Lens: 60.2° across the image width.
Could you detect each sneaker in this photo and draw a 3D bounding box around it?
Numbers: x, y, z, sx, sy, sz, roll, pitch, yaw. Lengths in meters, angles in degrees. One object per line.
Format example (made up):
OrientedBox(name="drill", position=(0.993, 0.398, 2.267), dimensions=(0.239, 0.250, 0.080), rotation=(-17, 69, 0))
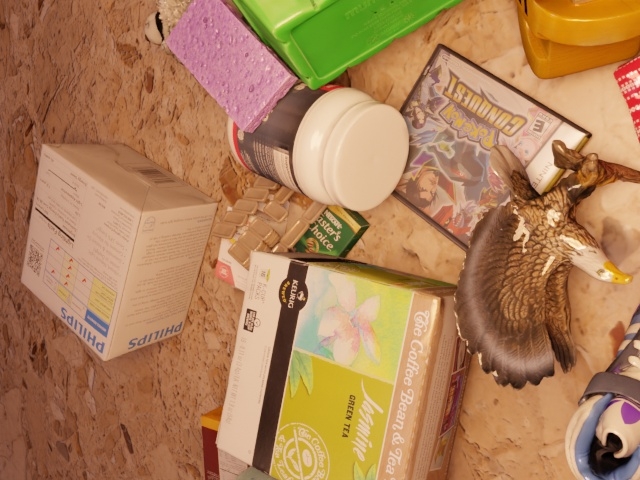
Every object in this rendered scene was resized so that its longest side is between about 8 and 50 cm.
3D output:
OrientedBox(name="sneaker", position=(0.418, 0.173, 0.678), dimensions=(0.130, 0.236, 0.322), rotation=(34, 115, 26))

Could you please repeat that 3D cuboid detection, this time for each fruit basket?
OrientedBox(name="fruit basket", position=(0.021, -0.458, 0.818), dimensions=(0.393, 0.283, 0.391), rotation=(-4, 76, 18))

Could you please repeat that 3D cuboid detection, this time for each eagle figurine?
OrientedBox(name="eagle figurine", position=(0.297, 0.027, 0.729), dimensions=(0.227, 0.225, 0.298), rotation=(20, 108, -4))

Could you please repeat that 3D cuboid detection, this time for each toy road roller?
OrientedBox(name="toy road roller", position=(0.318, -0.365, 0.702), dimensions=(0.203, 0.240, 0.329), rotation=(-12, 54, 8))

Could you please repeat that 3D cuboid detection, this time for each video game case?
OrientedBox(name="video game case", position=(0.232, -0.136, 0.884), dimensions=(0.275, 0.035, 0.248), rotation=(41, 117, 23))

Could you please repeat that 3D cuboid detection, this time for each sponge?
OrientedBox(name="sponge", position=(-0.144, -0.283, 0.864), dimensions=(0.117, 0.031, 0.210), rotation=(-46, 78, 23))

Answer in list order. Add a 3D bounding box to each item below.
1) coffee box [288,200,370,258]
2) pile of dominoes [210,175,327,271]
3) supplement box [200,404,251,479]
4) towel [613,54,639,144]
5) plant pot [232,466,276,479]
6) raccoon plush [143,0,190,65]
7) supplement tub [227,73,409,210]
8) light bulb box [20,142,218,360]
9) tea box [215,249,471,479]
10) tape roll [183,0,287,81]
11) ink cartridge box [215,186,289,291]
OrientedBox(name="coffee box", position=(0.000, 0.000, 1.058), dimensions=(0.113, 0.040, 0.184), rotation=(49, 119, 20))
OrientedBox(name="pile of dominoes", position=(-0.076, -0.056, 1.048), dimensions=(0.251, 0.040, 0.196), rotation=(-49, 48, -5))
OrientedBox(name="supplement box", position=(-0.120, 0.423, 1.108), dimensions=(0.129, 0.191, 0.194), rotation=(3, 98, 35))
OrientedBox(name="towel", position=(0.470, -0.118, 0.647), dimensions=(0.199, 0.031, 0.274), rotation=(-23, 82, 63))
OrientedBox(name="plant pot", position=(0.009, 0.514, 0.961), dimensions=(0.252, 0.248, 0.246), rotation=(4, 111, 40))
OrientedBox(name="raccoon plush", position=(-0.168, -0.510, 1.014), dimensions=(0.447, 0.216, 0.299), rotation=(-22, 92, 34))
OrientedBox(name="supplement tub", position=(-0.010, -0.170, 0.925), dimensions=(0.272, 0.191, 0.191), rotation=(27, 112, 40))
OrientedBox(name="light bulb box", position=(-0.470, 0.009, 1.268), dimensions=(0.358, 0.225, 0.360), rotation=(32, 114, 26))
OrientedBox(name="tea box", position=(0.047, 0.205, 0.873), dimensions=(0.324, 0.220, 0.328), rotation=(11, 93, 31))
OrientedBox(name="tape roll", position=(-0.143, -0.366, 0.995), dimensions=(0.072, 0.219, 0.219), rotation=(29, 112, 29))
OrientedBox(name="ink cartridge box", position=(-0.141, -0.001, 1.138), dimensions=(0.115, 0.067, 0.198), rotation=(22, 108, 30))
